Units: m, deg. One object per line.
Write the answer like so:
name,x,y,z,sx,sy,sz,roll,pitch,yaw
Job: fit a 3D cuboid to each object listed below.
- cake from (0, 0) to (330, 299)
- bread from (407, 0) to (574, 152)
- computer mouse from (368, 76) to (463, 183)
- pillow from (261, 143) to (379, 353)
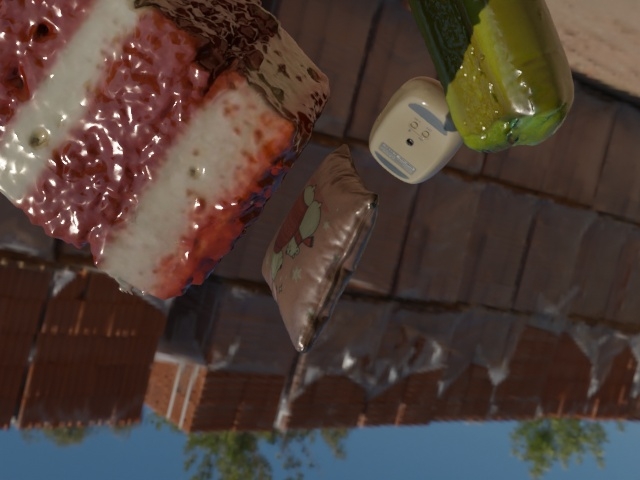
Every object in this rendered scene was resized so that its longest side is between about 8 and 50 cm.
cake,-0.175,-0.145,0.956,0.320,0.270,0.269,39,-157,-6
bread,0.172,-0.284,1.024,0.112,0.383,0.166,-21,178,-22
computer mouse,0.169,-0.188,1.548,0.145,0.082,0.236,38,150,3
pillow,0.000,0.000,1.181,0.084,0.223,0.236,22,-162,-21
